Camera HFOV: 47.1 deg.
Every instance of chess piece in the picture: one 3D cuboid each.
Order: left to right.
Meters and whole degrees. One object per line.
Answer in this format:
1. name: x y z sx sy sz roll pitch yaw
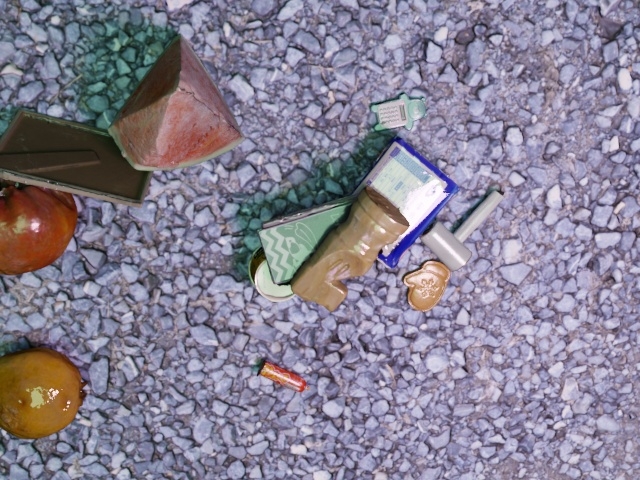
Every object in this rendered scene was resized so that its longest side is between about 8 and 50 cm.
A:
1. chess piece: 0.058 0.028 1.669 0.137 0.137 0.301 38 107 -13

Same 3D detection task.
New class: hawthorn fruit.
1. hawthorn fruit: -0.693 -0.038 1.657 0.277 0.277 0.298 14 130 -9

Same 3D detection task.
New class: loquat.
1. loquat: -0.693 0.370 1.775 0.238 0.193 0.238 -1 97 -9

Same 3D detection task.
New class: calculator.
1. calculator: 0.000 0.000 1.723 0.274 0.028 0.166 -16 101 -2
2. calculator: 0.194 -0.312 1.797 0.141 0.019 0.094 -13 102 -3

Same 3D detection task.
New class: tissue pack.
1. tissue pack: 0.178 -0.097 1.791 0.209 0.137 0.270 36 101 -11

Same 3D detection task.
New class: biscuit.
1. biscuit: 0.269 0.116 1.906 0.118 0.023 0.140 17 102 -10

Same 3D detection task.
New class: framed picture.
1. framed picture: -0.540 -0.186 1.639 0.335 0.247 0.022 12 129 -10

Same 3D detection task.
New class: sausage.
1. sausage: -0.093 0.361 1.915 0.145 0.048 0.050 28 61 -13

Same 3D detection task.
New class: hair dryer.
1. hair dryer: 0.373 -0.047 1.857 0.236 0.073 0.131 -45 103 3

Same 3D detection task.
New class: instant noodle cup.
1. instant noodle cup: -0.103 0.080 1.805 0.151 0.122 0.151 -1 98 -6

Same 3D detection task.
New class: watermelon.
1. watermelon: -0.340 -0.316 1.617 0.283 0.293 0.250 -34 67 -20
